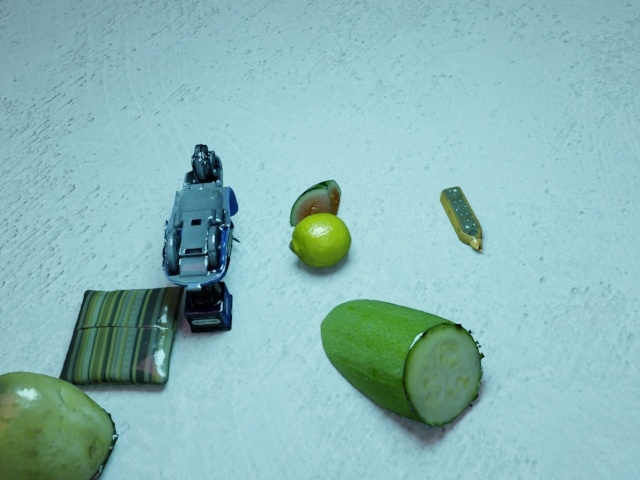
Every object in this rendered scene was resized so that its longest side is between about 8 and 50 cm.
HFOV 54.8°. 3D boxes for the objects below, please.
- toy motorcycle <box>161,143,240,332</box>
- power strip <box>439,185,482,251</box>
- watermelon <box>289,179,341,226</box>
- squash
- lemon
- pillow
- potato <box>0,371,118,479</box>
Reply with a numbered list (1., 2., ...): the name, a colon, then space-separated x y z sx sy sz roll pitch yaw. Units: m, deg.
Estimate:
1. toy motorcycle: -0.228 -0.016 1.227 0.125 0.212 0.358 -4 55 2
2. power strip: 0.297 -0.046 1.286 0.049 0.028 0.178 -14 52 -4
3. watermelon: -0.005 -0.065 1.329 0.135 0.125 0.094 -39 85 11
4. squash: 0.136 0.207 1.110 0.189 0.189 0.260 -43 22 -24
5. lemon: 0.000 0.000 1.238 0.133 0.109 0.109 -17 51 -17
6. pillow: -0.378 0.179 1.181 0.212 0.052 0.208 -3 55 6
7. potato: -0.494 0.321 0.985 0.285 0.242 0.242 -20 52 -5
